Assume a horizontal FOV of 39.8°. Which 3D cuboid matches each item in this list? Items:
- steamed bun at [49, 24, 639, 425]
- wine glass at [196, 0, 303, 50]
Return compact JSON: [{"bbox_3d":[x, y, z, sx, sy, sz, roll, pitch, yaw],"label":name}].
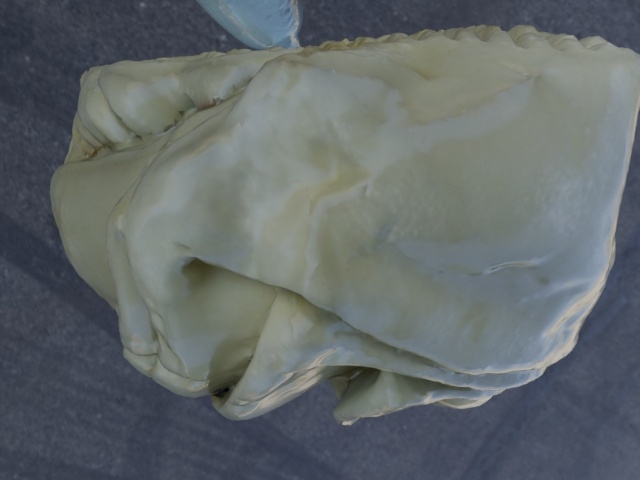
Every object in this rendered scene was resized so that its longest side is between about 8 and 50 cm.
[{"bbox_3d":[0.000,-0.001,0.464,0.289,0.276,0.203,-4,100,3],"label":"steamed bun"},{"bbox_3d":[0.009,-0.137,0.693,0.096,0.264,0.309,-41,133,-10],"label":"wine glass"}]
